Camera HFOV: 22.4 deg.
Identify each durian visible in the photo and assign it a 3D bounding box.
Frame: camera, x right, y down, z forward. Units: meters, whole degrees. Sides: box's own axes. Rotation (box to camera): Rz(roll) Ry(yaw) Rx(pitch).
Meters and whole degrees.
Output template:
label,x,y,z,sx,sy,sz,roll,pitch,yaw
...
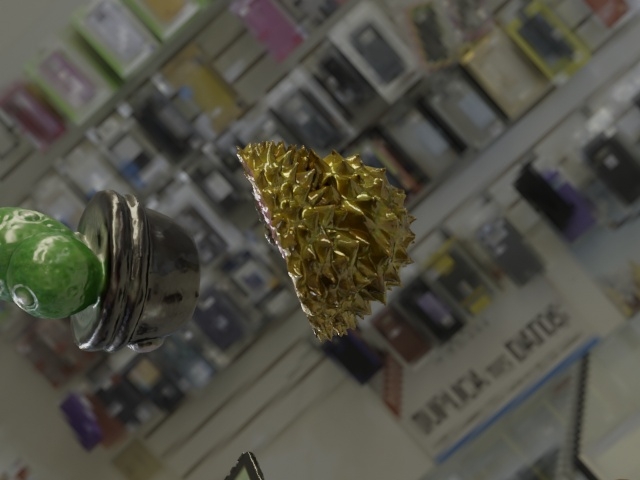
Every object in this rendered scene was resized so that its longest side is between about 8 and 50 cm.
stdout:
label,x,y,z,sx,sy,sz,roll,pitch,yaw
durian,0.000,0.002,1.430,0.132,0.182,0.165,6,10,39

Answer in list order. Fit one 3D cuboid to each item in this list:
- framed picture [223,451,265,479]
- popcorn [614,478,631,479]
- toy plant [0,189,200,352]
label,x,y,z,sx,sy,sz,roll,pitch,yaw
framed picture,-0.069,0.352,1.204,0.244,0.013,0.324,-56,36,22
popcorn,0.305,0.372,1.561,0.265,0.225,0.332,20,71,41
toy plant,-0.259,0.029,1.735,0.218,0.235,0.175,-156,75,-66
